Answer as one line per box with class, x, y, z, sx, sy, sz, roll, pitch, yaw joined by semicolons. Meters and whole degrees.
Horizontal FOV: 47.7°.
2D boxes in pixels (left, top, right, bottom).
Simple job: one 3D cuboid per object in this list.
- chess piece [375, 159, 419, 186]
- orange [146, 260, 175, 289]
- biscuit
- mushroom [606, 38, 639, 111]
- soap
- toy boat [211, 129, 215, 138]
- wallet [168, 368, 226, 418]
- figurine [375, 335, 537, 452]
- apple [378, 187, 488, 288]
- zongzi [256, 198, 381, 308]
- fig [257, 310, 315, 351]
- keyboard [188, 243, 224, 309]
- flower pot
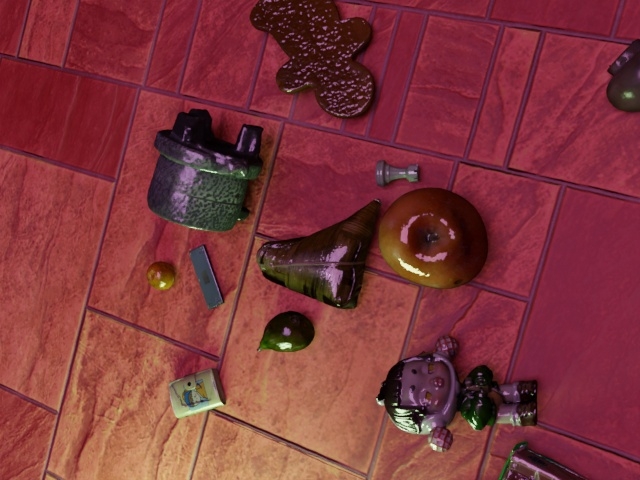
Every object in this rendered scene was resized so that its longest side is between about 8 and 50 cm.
chess piece;0.191;-0.165;1.784;0.103;0.067;0.067;1;88;15
orange;-0.448;0.098;2.038;0.083;0.070;0.083;-2;87;36
biscuit;-0.002;-0.493;1.878;0.283;0.064;0.432;-34;76;9
mushroom;0.706;-0.365;1.552;0.141;0.117;0.188;44;100;7
soap;0.516;0.591;1.583;0.273;0.098;0.218;25;95;20
toy boat;-0.352;-0.262;2.033;0.105;0.034;0.149;44;103;21
wallet;-0.343;0.420;1.993;0.155;0.039;0.110;-21;81;20
figurine;0.305;0.357;1.660;0.370;0.167;0.281;1;54;14
apple;0.256;-0.003;1.657;0.254;0.253;0.253;-1;87;23
zongzi;0.000;0.000;1.814;0.286;0.134;0.288;19;96;20
fig;-0.104;0.243;1.868;0.177;0.117;0.117;-20;80;36
keyboard;-0.317;0.101;2.011;0.055;0.014;0.176;-25;78;21
flower pot;-0.286;-0.184;1.870;0.299;0.299;0.282;22;102;23
